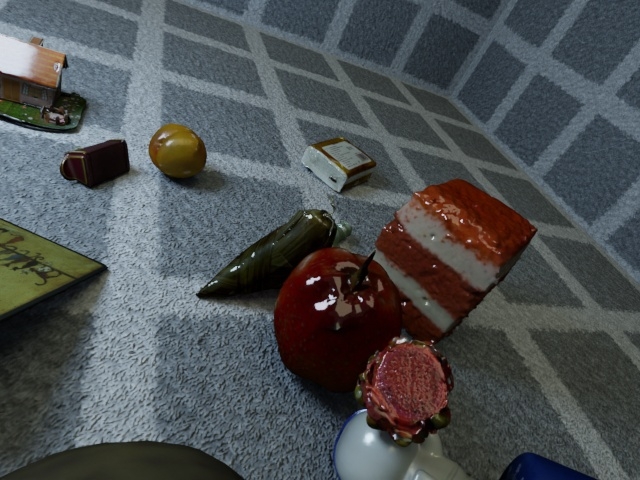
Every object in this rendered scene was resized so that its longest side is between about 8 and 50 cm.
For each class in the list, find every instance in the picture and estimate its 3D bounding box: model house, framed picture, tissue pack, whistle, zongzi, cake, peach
[{"bbox_3d":[-0.732,-0.397,0.995,0.294,0.154,0.207,10,38,-25],"label":"model house"},{"bbox_3d":[-0.514,0.030,0.610,0.255,0.014,0.338,25,10,-4],"label":"framed picture"},{"bbox_3d":[0.066,-0.266,1.416,0.183,0.092,0.226,39,38,15],"label":"tissue pack"},{"bbox_3d":[0.000,0.000,1.070,0.126,0.067,0.258,52,36,9],"label":"whistle"},{"bbox_3d":[-0.097,0.031,0.819,0.241,0.248,0.111,-20,74,-44],"label":"zongzi"},{"bbox_3d":[0.302,0.037,1.002,0.270,0.319,0.269,45,40,21],"label":"cake"},{"bbox_3d":[-0.361,-0.222,1.048,0.138,0.138,0.138,18,37,-14],"label":"peach"}]

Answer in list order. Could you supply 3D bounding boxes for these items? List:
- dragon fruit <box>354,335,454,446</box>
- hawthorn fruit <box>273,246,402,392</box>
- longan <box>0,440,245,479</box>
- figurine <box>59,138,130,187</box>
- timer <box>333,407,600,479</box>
[{"bbox_3d":[0.136,0.211,0.623,0.133,0.150,0.208,47,25,18],"label":"dragon fruit"},{"bbox_3d":[0.049,0.121,0.748,0.254,0.300,0.254,16,39,-13],"label":"hawthorn fruit"},{"bbox_3d":[-0.157,0.354,0.289,0.405,0.336,0.404,15,39,-13],"label":"longan"},{"bbox_3d":[-0.524,-0.184,0.944,0.098,0.082,0.154,23,34,16],"label":"figurine"},{"bbox_3d":[0.196,0.382,0.606,0.384,0.270,0.270,26,33,22],"label":"timer"}]
